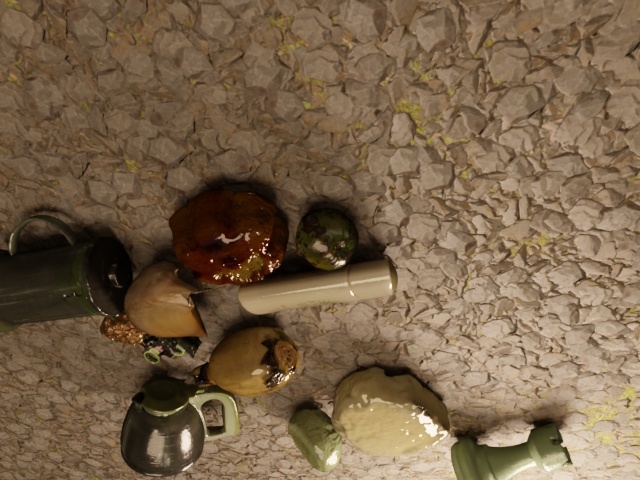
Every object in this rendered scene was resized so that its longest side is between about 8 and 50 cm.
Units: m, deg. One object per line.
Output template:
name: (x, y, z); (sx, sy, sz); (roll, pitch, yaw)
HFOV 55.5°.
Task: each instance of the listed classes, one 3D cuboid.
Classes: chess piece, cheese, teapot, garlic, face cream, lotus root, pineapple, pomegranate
chess piece: (0.539, 0.619, 1.715); (0.299, 0.194, 0.194); (-26, 123, 18)
cheese: (0.191, 0.478, 1.681); (0.327, 0.115, 0.317); (2, 132, 5)
teapot: (-0.613, 0.071, 1.410); (0.337, 0.200, 0.270); (-7, 104, 14)
garlic: (-0.338, 0.122, 1.381); (0.196, 0.151, 0.338); (19, 151, -2)
face cream: (0.007, 0.105, 1.364); (0.349, 0.081, 0.173); (-10, 168, 17)
teapot: (-0.410, 0.524, 1.747); (0.322, 0.239, 0.239); (13, 119, 5)
lotus root: (-0.198, 0.320, 1.566); (0.310, 0.182, 0.182); (-23, 124, 30)
pineapple: (-0.425, 0.229, 1.550); (0.248, 0.128, 0.128); (26, 131, -15)
pomegranate: (0.001, 0.008, 1.278); (0.138, 0.125, 0.163); (28, 132, -30)

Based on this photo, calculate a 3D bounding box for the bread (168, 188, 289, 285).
bread: (-0.182, -0.001, 1.295); (0.247, 0.135, 0.232); (-22, 138, 24)

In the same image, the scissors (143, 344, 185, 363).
scissors: (-0.469, 0.273, 1.666); (0.134, 0.020, 0.187); (-22, 127, 23)

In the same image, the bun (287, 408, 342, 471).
bun: (-0.007, 0.572, 1.775); (0.195, 0.118, 0.195); (42, 149, 32)
